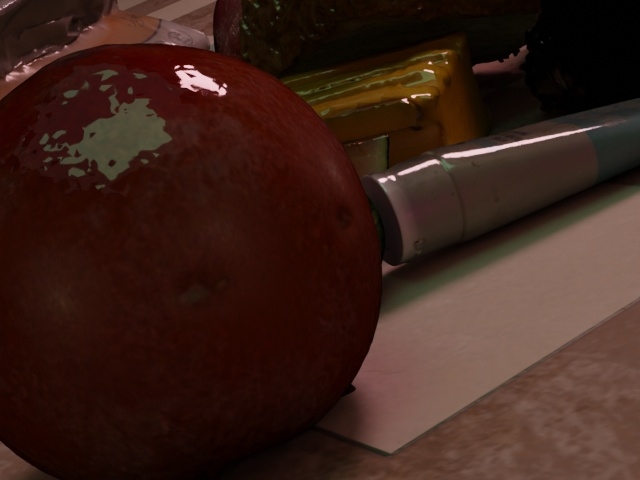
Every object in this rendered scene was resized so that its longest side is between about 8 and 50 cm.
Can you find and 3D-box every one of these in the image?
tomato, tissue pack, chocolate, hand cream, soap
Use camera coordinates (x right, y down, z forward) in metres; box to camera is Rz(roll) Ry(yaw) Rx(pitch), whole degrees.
[{"bbox_3d":[-0.096,0.006,0.910,0.265,0.265,0.265,-18,18,6],"label":"tomato"},{"bbox_3d":[-0.259,-0.148,1.506,0.239,0.238,0.305,-10,21,28],"label":"tissue pack"},{"bbox_3d":[0.217,-0.160,1.294,0.156,0.156,0.133,-29,3,-28],"label":"chocolate"},{"bbox_3d":[0.179,-0.066,1.135,0.312,0.070,0.111,-22,14,-20],"label":"hand cream"},{"bbox_3d":[-0.030,-0.074,1.323,0.324,0.096,0.204,-13,17,21],"label":"soap"}]

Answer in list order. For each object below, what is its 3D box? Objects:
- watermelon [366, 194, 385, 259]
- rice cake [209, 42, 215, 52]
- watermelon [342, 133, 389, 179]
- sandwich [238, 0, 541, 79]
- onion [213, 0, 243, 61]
[{"bbox_3d":[-0.001,-0.001,1.068,0.109,0.109,0.109,-18,18,6],"label":"watermelon"},{"bbox_3d":[-0.140,-0.203,1.927,0.189,0.037,0.198,-26,19,-18],"label":"rice cake"},{"bbox_3d":[-0.014,-0.011,1.174,0.163,0.087,0.069,-16,-13,5],"label":"watermelon"},{"bbox_3d":[0.071,-0.227,1.459,0.262,0.131,0.325,-7,-7,-23],"label":"sandwich"},{"bbox_3d":[-0.058,-0.237,1.793,0.195,0.159,0.159,-52,16,8],"label":"onion"}]
